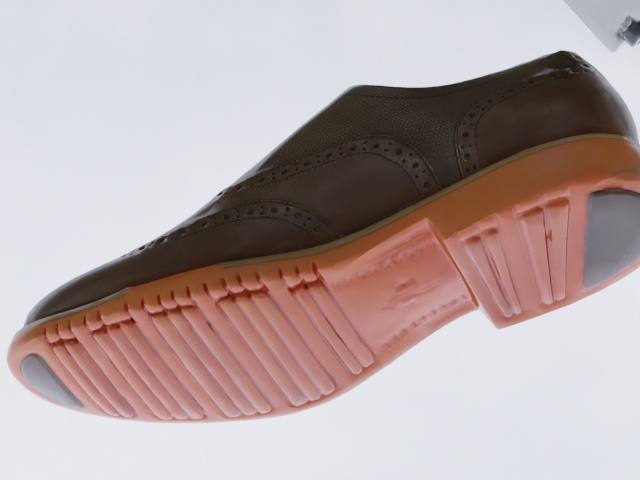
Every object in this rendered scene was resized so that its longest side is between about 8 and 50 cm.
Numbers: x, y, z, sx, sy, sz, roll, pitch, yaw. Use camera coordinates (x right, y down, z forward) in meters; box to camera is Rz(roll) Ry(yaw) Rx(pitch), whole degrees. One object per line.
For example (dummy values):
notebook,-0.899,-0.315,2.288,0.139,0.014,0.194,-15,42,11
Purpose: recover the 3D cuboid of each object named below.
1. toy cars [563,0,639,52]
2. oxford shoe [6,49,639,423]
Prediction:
toy cars,0.252,-0.323,1.124,0.087,0.394,0.176,-38,-139,-18
oxford shoe,0.000,0.000,0.757,0.363,0.130,0.133,-17,-129,6
